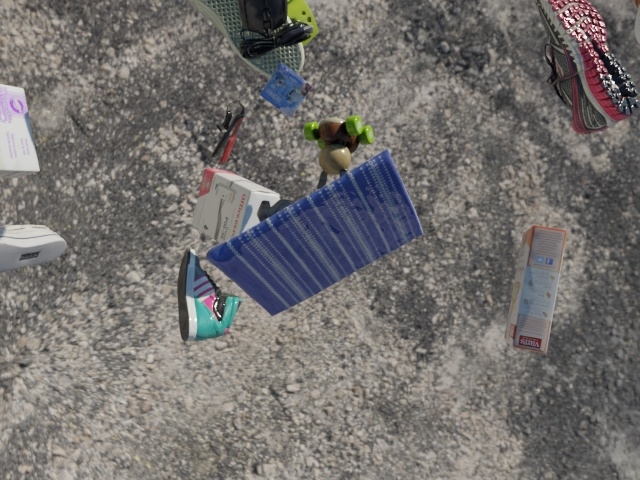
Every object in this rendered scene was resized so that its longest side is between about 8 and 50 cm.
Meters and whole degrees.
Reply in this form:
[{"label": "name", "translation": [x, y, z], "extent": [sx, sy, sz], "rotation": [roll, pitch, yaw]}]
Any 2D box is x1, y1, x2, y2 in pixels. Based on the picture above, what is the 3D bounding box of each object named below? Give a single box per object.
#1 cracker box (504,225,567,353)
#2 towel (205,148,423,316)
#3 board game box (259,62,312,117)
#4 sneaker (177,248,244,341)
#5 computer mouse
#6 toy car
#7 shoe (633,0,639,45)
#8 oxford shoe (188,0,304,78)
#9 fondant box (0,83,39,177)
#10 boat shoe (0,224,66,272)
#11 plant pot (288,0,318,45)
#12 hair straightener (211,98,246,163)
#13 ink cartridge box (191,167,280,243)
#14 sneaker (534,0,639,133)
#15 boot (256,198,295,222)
[{"label": "cracker box", "translation": [0.419, 0.095, 1.079], "extent": [0.067, 0.156, 0.232], "rotation": [10, 87, 14]}, {"label": "towel", "translation": [0.000, 0.000, 0.943], "extent": [0.243, 0.336, 0.040], "rotation": [53, 9, -52]}, {"label": "board game box", "translation": [-0.080, -0.349, 1.278], "extent": [0.090, 0.020, 0.090], "rotation": [34, 105, -12]}, {"label": "sneaker", "translation": [-0.316, 0.159, 1.603], "extent": [0.178, 0.124, 0.295], "rotation": [8, 53, -28]}, {"label": "computer mouse", "translation": [-0.126, -0.566, 1.268], "extent": [0.188, 0.072, 0.272], "rotation": [-20, 127, -7]}, {"label": "toy car", "translation": [0.046, -0.223, 1.475], "extent": [0.149, 0.155, 0.188], "rotation": [21, 70, -60]}, {"label": "shoe", "translation": [0.359, -0.250, 0.567], "extent": [0.063, 0.081, 0.178], "rotation": [31, 77, 2]}, {"label": "oxford shoe", "translation": [-0.216, -0.601, 1.445], "extent": [0.449, 0.130, 0.169], "rotation": [41, 97, -5]}, {"label": "fondant box", "translation": [-0.902, -0.285, 1.380], "extent": [0.330, 0.096, 0.238], "rotation": [-10, 89, -65]}, {"label": "boat shoe", "translation": [-0.706, 0.006, 1.238], "extent": [0.088, 0.096, 0.267], "rotation": [41, 23, 14]}, {"label": "plant pot", "translation": [-0.173, -0.751, 1.829], "extent": [0.227, 0.207, 0.228], "rotation": [30, 65, 28]}, {"label": "hair straightener", "translation": [-0.322, -0.379, 1.861], "extent": [0.089, 0.230, 0.047], "rotation": [32, 26, 10]}, {"label": "ink cartridge box", "translation": [-0.278, -0.097, 1.764], "extent": [0.117, 0.283, 0.207], "rotation": [6, 105, -44]}, {"label": "sneaker", "translation": [0.474, -0.345, 1.037], "extent": [0.121, 0.112, 0.299], "rotation": [-14, 79, -28]}, {"label": "boot", "translation": [-0.122, -0.074, 1.557], "extent": [0.118, 0.042, 0.087], "rotation": [1, 51, -12]}]
